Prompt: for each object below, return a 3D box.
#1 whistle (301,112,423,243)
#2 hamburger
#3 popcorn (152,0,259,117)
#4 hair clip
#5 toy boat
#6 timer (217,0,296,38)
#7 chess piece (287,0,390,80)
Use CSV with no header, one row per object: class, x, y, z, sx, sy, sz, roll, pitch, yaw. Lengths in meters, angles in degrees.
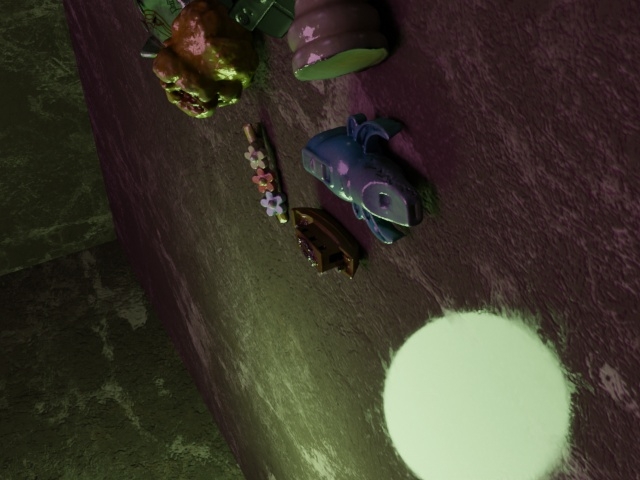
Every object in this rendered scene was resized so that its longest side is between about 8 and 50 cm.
whistle,0.059,-0.097,1.207,0.274,0.093,0.186,41,144,49
hamburger,-0.304,-0.475,1.715,0.276,0.151,0.260,66,158,16
popcorn,-0.221,-0.335,1.553,0.226,0.203,0.200,4,119,57
hair clip,-0.110,-0.131,1.660,0.062,0.056,0.213,-8,102,36
toy boat,0.000,0.000,1.453,0.200,0.077,0.057,47,150,48
timer,-0.095,-0.378,1.296,0.144,0.055,0.187,31,167,-14
chess piece,0.003,-0.343,1.100,0.133,0.133,0.243,161,97,-70
